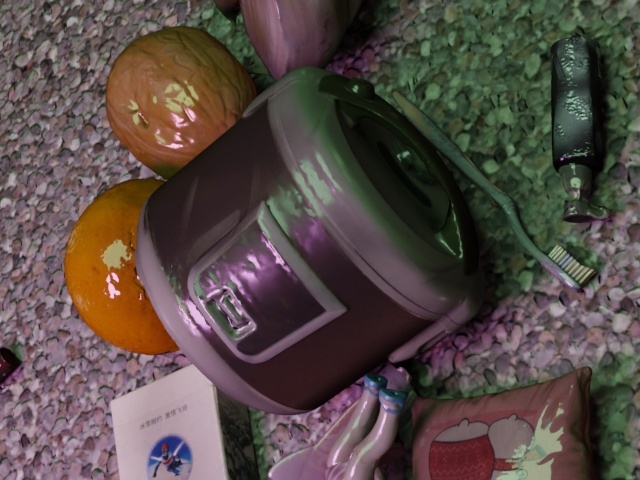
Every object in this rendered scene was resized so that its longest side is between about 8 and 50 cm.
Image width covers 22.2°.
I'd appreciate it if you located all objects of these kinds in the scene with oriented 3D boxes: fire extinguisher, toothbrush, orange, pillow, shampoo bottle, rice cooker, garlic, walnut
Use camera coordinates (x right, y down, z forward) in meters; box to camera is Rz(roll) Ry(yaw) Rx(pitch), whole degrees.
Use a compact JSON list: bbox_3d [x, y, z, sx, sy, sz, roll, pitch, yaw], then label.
[{"bbox_3d":[-0.470,0.203,2.252,0.132,0.039,0.056,-43,44,16],"label":"fire extinguisher"},{"bbox_3d":[0.186,-0.064,1.870,0.037,0.028,0.375,-47,53,6],"label":"toothbrush"},{"bbox_3d":[-0.211,0.031,2.007,0.193,0.219,0.219,6,77,47],"label":"orange"},{"bbox_3d":[0.188,0.254,1.716,0.236,0.084,0.223,-14,65,31],"label":"pillow"},{"bbox_3d":[0.286,-0.119,1.800,0.063,0.057,0.208,-7,71,26],"label":"shampoo bottle"},{"bbox_3d":[0.000,0.000,1.802,0.325,0.335,0.335,-36,56,20],"label":"rice cooker"},{"bbox_3d":[-0.059,-0.311,2.018,0.237,0.292,0.210,9,41,28],"label":"garlic"},{"bbox_3d":[-0.169,-0.170,2.073,0.225,0.193,0.193,34,95,40],"label":"walnut"}]

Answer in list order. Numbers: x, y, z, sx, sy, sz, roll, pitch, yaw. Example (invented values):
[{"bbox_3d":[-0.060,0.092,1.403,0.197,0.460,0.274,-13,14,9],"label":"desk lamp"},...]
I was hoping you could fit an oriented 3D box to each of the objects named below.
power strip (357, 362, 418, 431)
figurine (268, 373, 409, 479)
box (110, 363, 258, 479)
[{"bbox_3d":[0.024,0.245,1.877,0.253,0.027,0.060,-50,53,11],"label":"power strip"},{"bbox_3d":[0.050,0.279,1.768,0.205,0.103,0.260,31,109,40],"label":"figurine"},{"bbox_3d":[-0.159,0.290,1.970,0.164,0.069,0.256,-25,61,27],"label":"box"}]
